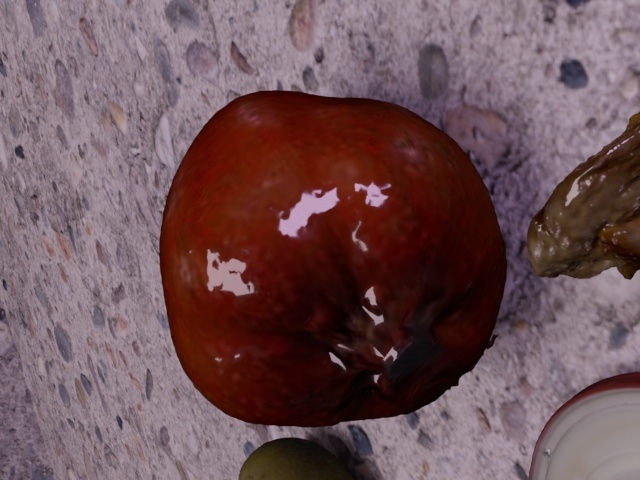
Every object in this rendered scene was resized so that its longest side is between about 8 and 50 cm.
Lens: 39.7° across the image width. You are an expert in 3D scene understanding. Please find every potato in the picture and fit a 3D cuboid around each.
[{"bbox_3d":[-0.006,0.352,1.054,0.251,0.159,0.174,37,143,30],"label":"potato"}]

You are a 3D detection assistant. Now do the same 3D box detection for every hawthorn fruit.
[{"bbox_3d":[-0.003,0.005,0.738,0.311,0.295,0.295,43,140,30],"label":"hawthorn fruit"}]

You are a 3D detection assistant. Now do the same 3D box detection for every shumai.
[{"bbox_3d":[0.206,-0.024,0.570,0.105,0.123,0.139,24,114,35],"label":"shumai"}]

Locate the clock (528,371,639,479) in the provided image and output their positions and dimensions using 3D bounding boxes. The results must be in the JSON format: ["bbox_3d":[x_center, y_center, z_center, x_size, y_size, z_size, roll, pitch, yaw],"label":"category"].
[{"bbox_3d":[0.279,0.248,0.645,0.318,0.080,0.319,33,134,43],"label":"clock"}]
